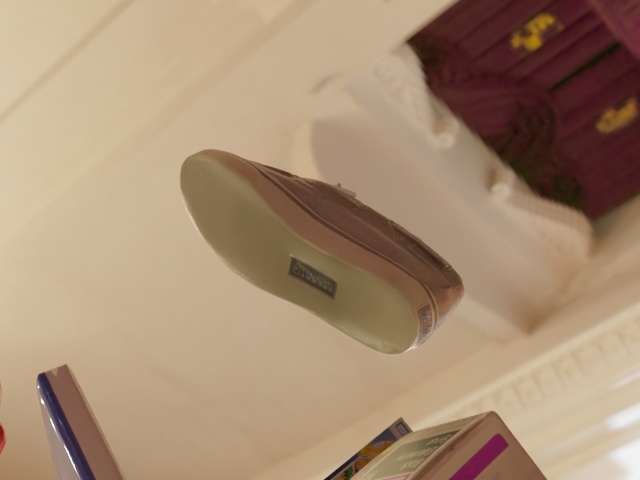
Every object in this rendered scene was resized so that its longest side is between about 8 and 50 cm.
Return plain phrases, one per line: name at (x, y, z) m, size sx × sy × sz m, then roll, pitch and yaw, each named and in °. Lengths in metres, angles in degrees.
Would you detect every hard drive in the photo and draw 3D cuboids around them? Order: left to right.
hard drive at (-0.180, 0.292, 1.315) m, size 0.040 × 0.210 × 0.318 m, roll -19°, pitch -135°, yaw -18°

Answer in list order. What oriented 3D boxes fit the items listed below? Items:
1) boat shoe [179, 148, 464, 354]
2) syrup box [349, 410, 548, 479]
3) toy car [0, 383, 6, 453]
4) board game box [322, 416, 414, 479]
boat shoe at (0.001, -0.001, 1.011) m, size 0.227 × 0.079 × 0.081 m, roll 33°, pitch -141°, yaw 26°
syrup box at (0.103, 0.205, 0.700) m, size 0.096 × 0.093 × 0.237 m, roll -38°, pitch -87°, yaw -27°
toy car at (-0.272, 0.209, 0.899) m, size 0.053 × 0.225 × 0.239 m, roll 31°, pitch -148°, yaw -15°
board game box at (0.090, 0.292, 1.397) m, size 0.201 × 0.136 × 0.035 m, roll 50°, pitch 178°, yaw 20°
